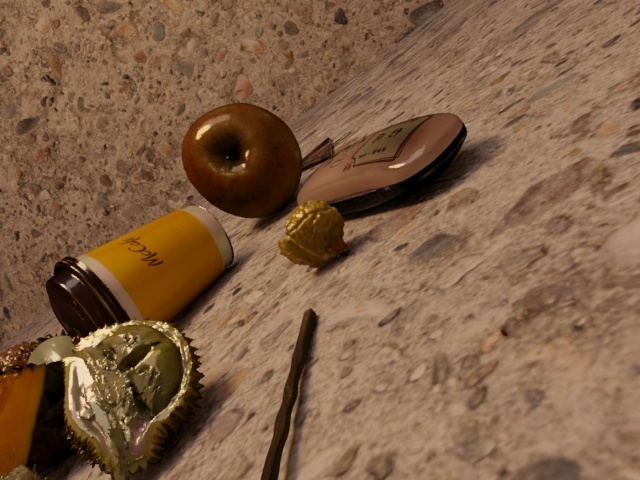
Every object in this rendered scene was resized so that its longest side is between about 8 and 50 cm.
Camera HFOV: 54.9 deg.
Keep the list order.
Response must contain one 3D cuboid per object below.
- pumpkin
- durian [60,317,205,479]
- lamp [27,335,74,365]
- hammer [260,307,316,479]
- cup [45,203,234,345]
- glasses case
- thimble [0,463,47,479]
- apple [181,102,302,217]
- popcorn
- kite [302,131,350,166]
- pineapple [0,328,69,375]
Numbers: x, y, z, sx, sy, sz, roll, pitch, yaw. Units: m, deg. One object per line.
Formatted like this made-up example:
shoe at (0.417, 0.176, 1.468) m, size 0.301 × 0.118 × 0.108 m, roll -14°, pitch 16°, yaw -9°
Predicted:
pumpkin at (-0.362, 0.233, 0.835) m, size 0.312 × 0.148 × 0.169 m, roll -14°, pitch -11°, yaw 37°
durian at (-0.179, 0.168, 0.613) m, size 0.146 × 0.102 × 0.208 m, roll -20°, pitch 42°, yaw 4°
lamp at (-0.417, 0.219, 1.011) m, size 0.106 × 0.106 × 0.193 m, roll -44°, pitch 26°, yaw -22°
hammer at (-0.022, 0.122, 0.492) m, size 0.058 × 0.029 × 0.292 m, roll -32°, pitch 14°, yaw 16°
cup at (-0.286, 0.062, 1.008) m, size 0.280 × 0.196 × 0.196 m, roll -38°, pitch 12°, yaw -33°
glasses case at (0.068, -0.093, 0.817) m, size 0.122 × 0.075 × 0.314 m, roll -48°, pitch 17°, yaw -23°
thimble at (-0.314, 0.283, 0.623) m, size 0.084 × 0.062 × 0.110 m, roll -29°, pitch 17°, yaw 23°
apple at (-0.148, -0.152, 1.211) m, size 0.237 × 0.237 × 0.207 m, roll -37°, pitch -4°, yaw 6°
popcorn at (0.000, 0.000, 0.730) m, size 0.084 × 0.084 × 0.084 m, roll -36°, pitch 15°, yaw 11°
kite at (-0.001, -0.202, 1.440) m, size 0.183 × 0.014 × 0.241 m, roll -34°, pitch 15°, yaw 5°
pineapple at (-0.650, 0.265, 1.430) m, size 0.108 × 0.108 × 0.198 m, roll -23°, pitch 8°, yaw 46°
